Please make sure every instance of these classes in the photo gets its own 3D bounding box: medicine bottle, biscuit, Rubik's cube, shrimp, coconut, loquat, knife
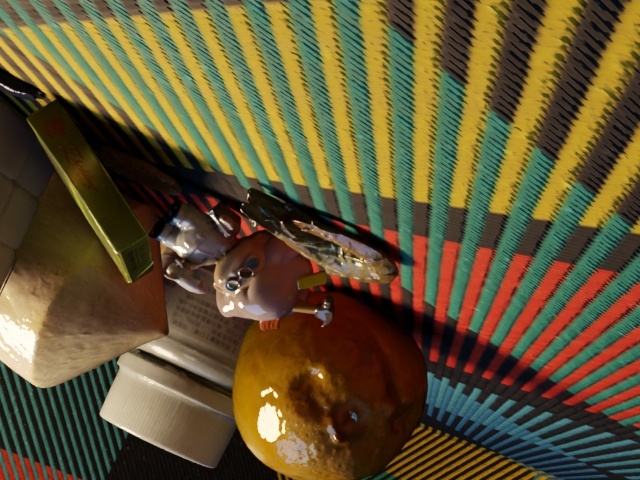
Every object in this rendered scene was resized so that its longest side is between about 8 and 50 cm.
[{"bbox_3d":[-0.188,0.175,1.692,0.245,0.306,0.245,25,170,5],"label":"medicine bottle"},{"bbox_3d":[-0.214,-0.082,1.252,0.120,0.015,0.120,24,170,4],"label":"biscuit"},{"bbox_3d":[-0.483,-0.081,1.307,0.231,0.224,0.221,22,171,11],"label":"Rubik's cube"},{"bbox_3d":[0.000,0.000,1.076,0.180,0.041,0.099,29,169,-18],"label":"shrimp"},{"bbox_3d":[-0.347,0.051,1.513,0.329,0.329,0.329,25,170,4],"label":"coconut"},{"bbox_3d":[0.002,0.194,1.493,0.276,0.276,0.284,32,-171,-34],"label":"loquat"},{"bbox_3d":[-0.338,-0.168,1.098,0.121,0.018,0.031,27,163,-14],"label":"knife"}]

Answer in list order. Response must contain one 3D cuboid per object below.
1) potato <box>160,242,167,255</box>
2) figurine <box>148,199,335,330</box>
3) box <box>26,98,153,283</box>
[{"bbox_3d":[-0.256,0.060,1.898,0.100,0.089,0.172,35,168,-36],"label":"potato"},{"bbox_3d":[-0.090,0.030,1.261,0.229,0.137,0.112,33,-160,-20],"label":"figurine"},{"bbox_3d":[-0.255,-0.045,1.243,0.173,0.043,0.311,56,169,3],"label":"box"}]
